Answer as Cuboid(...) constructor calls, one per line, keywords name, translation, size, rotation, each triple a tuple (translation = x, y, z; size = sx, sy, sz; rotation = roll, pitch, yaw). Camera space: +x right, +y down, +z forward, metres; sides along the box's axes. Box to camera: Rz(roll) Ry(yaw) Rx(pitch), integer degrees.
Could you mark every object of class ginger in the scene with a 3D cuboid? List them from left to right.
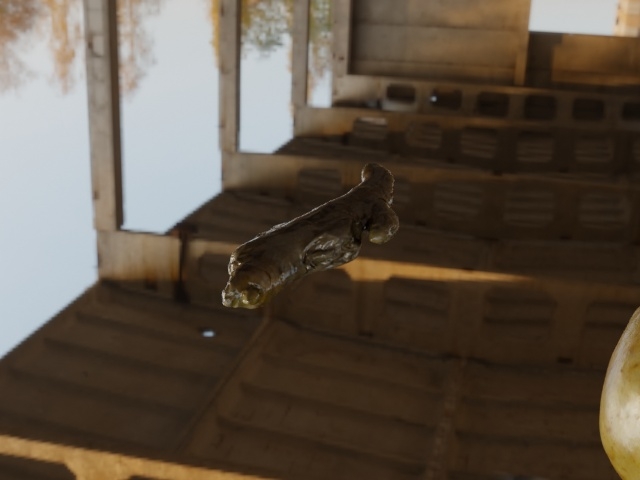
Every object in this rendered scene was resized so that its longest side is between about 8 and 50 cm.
Cuboid(name="ginger", translation=(-0.002, 0.001, 1.252), size=(0.333, 0.080, 0.166), rotation=(-27, -148, -26))

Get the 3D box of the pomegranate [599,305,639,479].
Cuboid(name="pomegranate", translation=(0.402, 0.160, 0.940), size=(0.261, 0.260, 0.260), rotation=(2, -161, -1))
